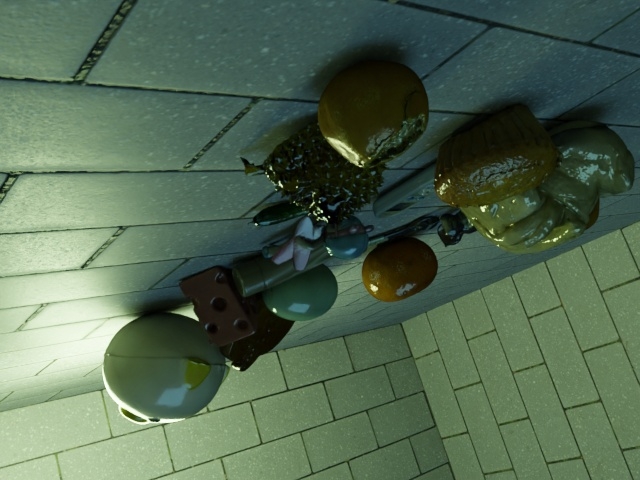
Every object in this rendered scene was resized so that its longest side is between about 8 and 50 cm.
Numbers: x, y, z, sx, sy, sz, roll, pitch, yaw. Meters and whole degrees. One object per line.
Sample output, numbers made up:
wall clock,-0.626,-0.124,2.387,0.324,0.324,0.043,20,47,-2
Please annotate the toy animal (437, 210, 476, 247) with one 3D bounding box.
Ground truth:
toy animal,0.444,-0.078,1.848,0.343,0.106,0.168,-22,164,25

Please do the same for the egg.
egg,-0.055,0.132,1.901,0.231,0.168,0.168,-1,158,-42

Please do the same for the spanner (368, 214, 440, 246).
spanner,0.174,-0.011,1.949,0.316,0.024,0.087,-19,165,8

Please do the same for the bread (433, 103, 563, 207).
bread,0.321,-0.149,1.335,0.240,0.139,0.240,-17,166,-4

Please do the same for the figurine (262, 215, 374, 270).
figurine,-0.001,0.012,1.643,0.260,0.102,0.205,-13,167,24

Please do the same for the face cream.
face cream,-0.051,0.045,1.783,0.341,0.084,0.137,-21,158,-19

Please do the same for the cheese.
cheese,-0.253,0.143,1.840,0.128,0.202,0.177,-25,-164,13

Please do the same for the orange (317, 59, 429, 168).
orange,0.073,-0.169,0.962,0.155,0.134,0.154,-13,172,-2

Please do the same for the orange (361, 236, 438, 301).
orange,0.227,0.078,2.054,0.224,0.170,0.224,-25,-173,3

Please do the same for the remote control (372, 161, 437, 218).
remote control,0.207,-0.112,1.538,0.087,0.047,0.244,-9,163,-45

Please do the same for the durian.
durian,0.003,-0.101,1.129,0.238,0.137,0.193,-14,166,-14

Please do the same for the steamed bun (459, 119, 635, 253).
steamed bun,0.488,-0.103,1.562,0.373,0.230,0.325,-19,163,13

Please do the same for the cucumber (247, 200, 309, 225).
cucumber,-0.070,-0.057,1.416,0.168,0.039,0.039,-16,166,-17

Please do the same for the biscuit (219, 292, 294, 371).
biscuit,-0.172,0.240,2.074,0.314,0.063,0.367,-61,160,12

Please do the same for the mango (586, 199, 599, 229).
mango,0.710,-0.078,2.121,0.236,0.136,0.166,-8,169,-13

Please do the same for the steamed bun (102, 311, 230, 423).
steamed bun,-0.434,0.354,1.996,0.334,0.333,0.374,-20,168,7
